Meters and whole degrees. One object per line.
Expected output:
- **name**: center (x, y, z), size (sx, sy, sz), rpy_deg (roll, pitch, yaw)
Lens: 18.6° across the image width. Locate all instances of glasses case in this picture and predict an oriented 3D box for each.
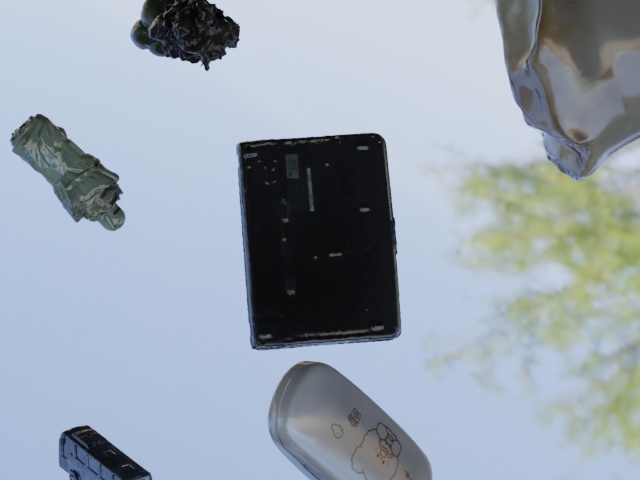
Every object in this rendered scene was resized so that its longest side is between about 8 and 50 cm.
- **glasses case**: center (0.025, 0.163, 1.512), size (0.049, 0.074, 0.193), rpy_deg (4, 149, 43)

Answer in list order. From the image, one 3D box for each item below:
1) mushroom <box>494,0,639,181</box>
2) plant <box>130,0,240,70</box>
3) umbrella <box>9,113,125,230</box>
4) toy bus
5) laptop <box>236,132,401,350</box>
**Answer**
- **mushroom**: center (0.226, -0.134, 0.945), size (0.290, 0.298, 0.297), rpy_deg (-12, -174, 17)
- **plant**: center (-0.144, -0.217, 1.987), size (0.085, 0.087, 0.174), rpy_deg (-9, -169, -27)
- **umbrella**: center (-0.247, -0.066, 1.947), size (0.143, 0.062, 0.067), rpy_deg (49, -138, -9)
- **toy bus**: center (-0.259, 0.277, 2.347), size (0.047, 0.065, 0.166), rpy_deg (-15, -153, -34)
- **laptop**: center (0.000, 0.000, 1.911), size (0.153, 0.207, 0.026), rpy_deg (-4, 177, -7)
